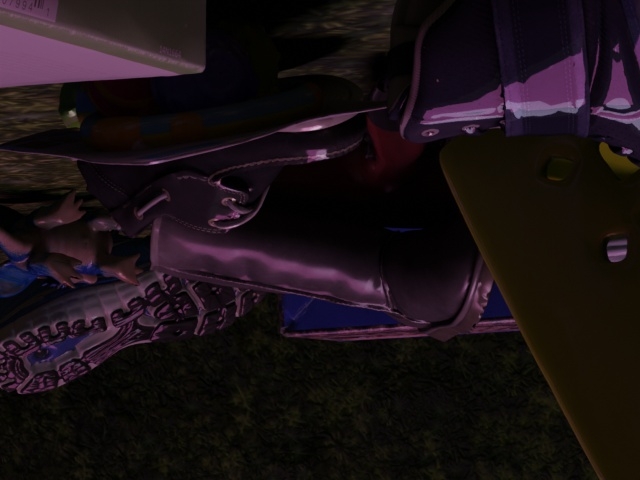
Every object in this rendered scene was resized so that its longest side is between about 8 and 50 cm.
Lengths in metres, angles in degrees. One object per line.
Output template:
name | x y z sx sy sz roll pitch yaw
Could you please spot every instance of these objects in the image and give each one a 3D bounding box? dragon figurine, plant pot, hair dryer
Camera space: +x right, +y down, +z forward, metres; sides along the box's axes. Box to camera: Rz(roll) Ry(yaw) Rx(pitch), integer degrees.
dragon figurine | -0.255 0.005 1.564 0.144 0.085 0.289 -7 176 32
plant pot | 0.231 0.003 0.873 0.207 0.228 0.227 -35 160 27
hair dryer | 0.051 -0.070 1.090 0.293 0.080 0.223 -14 154 41

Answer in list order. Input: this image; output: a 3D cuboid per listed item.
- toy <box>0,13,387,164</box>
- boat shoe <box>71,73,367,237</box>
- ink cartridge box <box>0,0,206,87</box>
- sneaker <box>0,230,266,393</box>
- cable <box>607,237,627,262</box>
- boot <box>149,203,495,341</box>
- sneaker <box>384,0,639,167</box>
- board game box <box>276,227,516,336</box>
toy | -0.068 -0.073 0.829 0.137 0.056 0.237 -16 -172 -26
boat shoe | -0.052 -0.044 0.988 0.084 0.079 0.233 -28 -167 -38
ink cartridge box | -0.182 -0.084 0.637 0.235 0.056 0.171 -2 176 26
sneaker | -0.192 0.026 1.769 0.330 0.147 0.130 -18 143 -11
cable | 0.365 -0.007 1.902 0.257 0.089 0.257 1 175 -39
boot | 0.000 0.002 1.105 0.208 0.076 0.189 20 157 -5
sneaker | 0.112 -0.050 0.691 0.163 0.086 0.226 -7 141 9
board game box | 0.098 0.008 1.513 0.232 0.141 0.291 -4 175 10
